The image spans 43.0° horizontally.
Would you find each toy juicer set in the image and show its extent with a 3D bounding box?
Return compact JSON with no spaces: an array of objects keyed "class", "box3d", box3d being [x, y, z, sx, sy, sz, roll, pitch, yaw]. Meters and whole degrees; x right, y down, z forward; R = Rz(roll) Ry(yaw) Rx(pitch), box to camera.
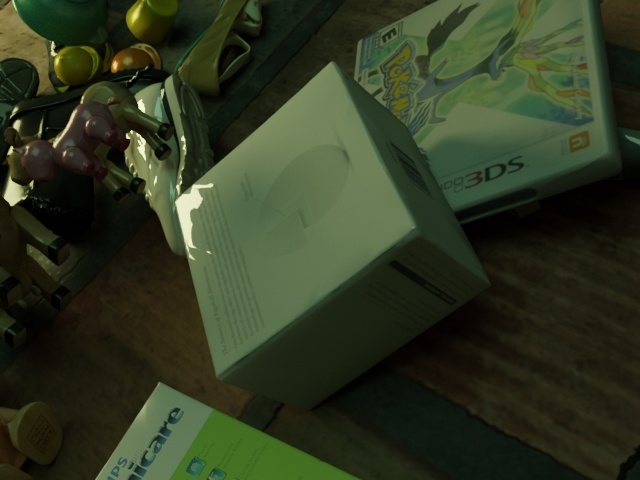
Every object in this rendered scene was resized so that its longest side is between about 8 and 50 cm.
[{"class":"toy juicer set","box3d":[-0.363,-0.303,1.119,0.089,0.329,0.209,-36,45,49]}]

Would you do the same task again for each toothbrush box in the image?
[{"class":"toothbrush box","box3d":[-0.003,0.240,0.588,0.283,0.206,0.122,19,65,32]}]

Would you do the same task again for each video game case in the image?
[{"class":"video game case","box3d":[0.156,-0.157,0.874,0.300,0.036,0.329,-20,47,33]}]

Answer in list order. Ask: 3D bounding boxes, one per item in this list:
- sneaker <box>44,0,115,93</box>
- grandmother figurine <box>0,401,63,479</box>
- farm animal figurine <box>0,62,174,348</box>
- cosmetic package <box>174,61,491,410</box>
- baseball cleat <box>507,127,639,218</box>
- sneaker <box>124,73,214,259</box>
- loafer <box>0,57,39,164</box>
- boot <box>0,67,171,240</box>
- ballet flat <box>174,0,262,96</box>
[{"class":"sneaker","box3d":[-0.396,-0.339,1.249,0.111,0.121,0.300,-25,49,4]},{"class":"grandmother figurine","box3d":[-0.448,0.206,0.876,0.343,0.104,0.207,2,41,21]},{"class":"farm animal figurine","box3d":[-0.338,-0.034,0.862,0.172,0.326,0.330,36,36,11]},{"class":"cosmetic package","box3d":[0.000,0.000,0.770,0.225,0.138,0.224,-37,49,20]},{"class":"baseball cleat","box3d":[0.247,-0.065,0.813,0.206,0.072,0.109,11,67,40]},{"class":"sneaker","box3d":[-0.181,-0.081,0.972,0.095,0.090,0.235,-18,67,17]},{"class":"loafer","box3d":[-0.486,-0.140,1.181,0.096,0.084,0.267,25,68,1]},{"class":"boot","box3d":[-0.295,-0.104,1.050,0.247,0.094,0.207,-12,57,4]},{"class":"ballet flat","box3d":[-0.123,-0.291,1.144,0.073,0.080,0.232,24,66,4]}]
